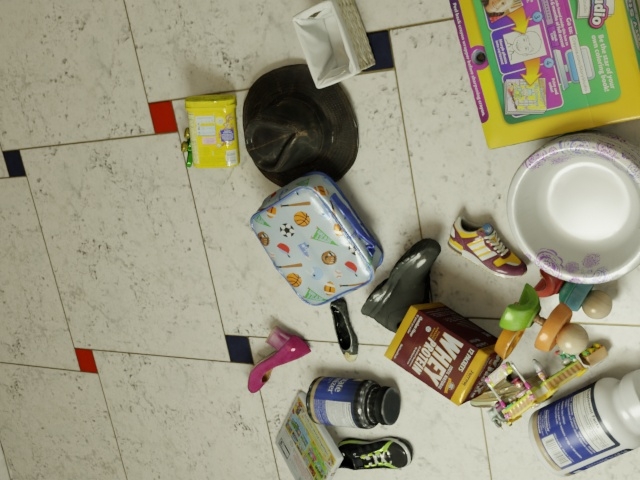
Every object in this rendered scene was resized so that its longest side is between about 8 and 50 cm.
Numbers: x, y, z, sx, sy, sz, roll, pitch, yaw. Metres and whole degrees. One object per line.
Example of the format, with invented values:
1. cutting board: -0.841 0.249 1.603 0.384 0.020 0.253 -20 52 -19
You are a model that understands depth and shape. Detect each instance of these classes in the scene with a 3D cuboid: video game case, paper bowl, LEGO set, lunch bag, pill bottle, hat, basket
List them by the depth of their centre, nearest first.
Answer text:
1. paper bowl: 0.513 -0.070 1.608 0.284 0.148 0.284 12 114 29
2. pill bottle: 0.576 0.375 1.738 0.264 0.153 0.153 -38 86 37
3. LEGO set: 0.453 0.281 1.764 0.287 0.132 0.107 -41 68 18
4. basket: 0.032 -0.428 1.816 0.113 0.103 0.167 -14 99 37
5. hat: -0.082 -0.247 1.946 0.331 0.134 0.331 13 114 30
6. lunch bag: 0.000 0.000 1.972 0.243 0.115 0.303 -29 106 31
7. pill bottle: 0.083 0.405 2.097 0.219 0.123 0.123 -3 107 34
8. video game case: -0.034 0.556 2.235 0.227 0.026 0.206 55 134 39

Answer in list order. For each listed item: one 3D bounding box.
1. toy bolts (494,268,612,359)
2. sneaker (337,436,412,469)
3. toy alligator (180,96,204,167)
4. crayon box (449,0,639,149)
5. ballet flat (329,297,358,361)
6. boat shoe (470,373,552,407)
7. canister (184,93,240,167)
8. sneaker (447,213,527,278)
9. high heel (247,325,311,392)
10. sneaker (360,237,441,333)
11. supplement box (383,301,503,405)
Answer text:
1. toy bolts: 0.476 0.162 1.691 0.158 0.228 0.218 31 146 22
2. sneaker: 0.124 0.561 2.145 0.234 0.097 0.084 -11 102 36
3. toy alligator: -0.317 -0.280 2.144 0.051 0.056 0.190 -126 49 -59
4. crayon box: 0.427 -0.382 1.571 0.313 0.106 0.363 -9 103 35
5. ballet flat: 0.052 0.225 2.092 0.057 0.049 0.173 -7 104 36
6. boat shoe: 0.422 0.330 1.887 0.190 0.068 0.072 -15 88 27
7. canister: -0.264 -0.268 2.077 0.126 0.073 0.170 -1 112 4
8. sneaker: 0.360 0.012 1.792 0.185 0.069 0.084 26 126 22
9. high heel: -0.112 0.341 2.239 0.117 0.082 0.244 32 118 11
10. sneaker: 0.209 0.106 1.921 0.130 0.109 0.286 40 135 7
11. supplement box: 0.279 0.241 1.831 0.194 0.191 0.129 32 103 24
